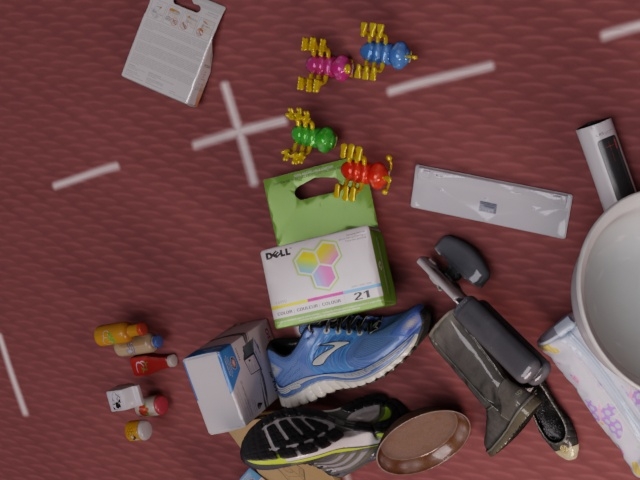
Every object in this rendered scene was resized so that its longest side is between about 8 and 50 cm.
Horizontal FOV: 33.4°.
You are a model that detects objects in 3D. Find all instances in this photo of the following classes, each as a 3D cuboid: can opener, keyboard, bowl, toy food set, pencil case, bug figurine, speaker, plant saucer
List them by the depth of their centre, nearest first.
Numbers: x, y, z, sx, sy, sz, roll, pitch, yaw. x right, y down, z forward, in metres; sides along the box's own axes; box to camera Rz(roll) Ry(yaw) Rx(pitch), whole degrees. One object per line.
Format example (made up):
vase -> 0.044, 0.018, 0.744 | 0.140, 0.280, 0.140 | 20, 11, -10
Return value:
bowl -> 0.474, 0.084, 1.524 | 0.298, 0.298, 0.134 | 56, 163, 2
speaker -> 0.424, -0.111, 1.572 | 0.055, 0.055, 0.136 | -17, 96, 28
pencil case -> 0.447, 0.226, 1.616 | 0.113, 0.124, 0.273 | -38, 85, 29
can opener -> 0.257, 0.099, 1.647 | 0.095, 0.076, 0.283 | -54, 54, 14
keyboard -> 0.266, -0.062, 1.686 | 0.256, 0.014, 0.072 | 13, 114, 22
bug figurine -> 0.046, -0.211, 1.697 | 0.216, 0.072, 0.279 | 19, 105, 33
plant saucer -> 0.168, 0.329, 1.777 | 0.168, 0.168, 0.029 | -52, 40, 27
toy food set -> -0.329, 0.256, 1.996 | 0.105, 0.111, 0.232 | -11, 97, 28

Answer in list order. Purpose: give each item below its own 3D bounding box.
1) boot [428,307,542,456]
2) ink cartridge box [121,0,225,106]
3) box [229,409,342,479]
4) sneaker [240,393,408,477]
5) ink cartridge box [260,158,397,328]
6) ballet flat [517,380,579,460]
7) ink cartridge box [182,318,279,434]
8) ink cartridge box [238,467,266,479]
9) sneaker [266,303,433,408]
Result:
boot -> 0.251, 0.232, 1.735 | 0.208, 0.076, 0.189 | 42, 139, 18
ink cartridge box -> -0.249, -0.340, 1.845 | 0.145, 0.045, 0.179 | 25, 95, 18
box -> -0.065, 0.385, 1.906 | 0.164, 0.021, 0.201 | -13, 120, 38
sneaker -> 0.007, 0.350, 1.789 | 0.111, 0.300, 0.121 | -123, 37, -48
ink cartridge box -> 0.000, 0.000, 1.728 | 0.189, 0.097, 0.255 | -14, 84, 15
ballet flat -> 0.360, 0.280, 1.713 | 0.057, 0.049, 0.173 | -30, 90, 29
ink cartridge box -> -0.143, 0.233, 1.857 | 0.082, 0.191, 0.139 | -16, 97, 27
ink cartridge box -> -0.108, 0.508, 1.957 | 0.143, 0.092, 0.090 | 36, 145, 12
sneaker -> 0.036, 0.170, 1.792 | 0.330, 0.130, 0.147 | -25, 95, 29
